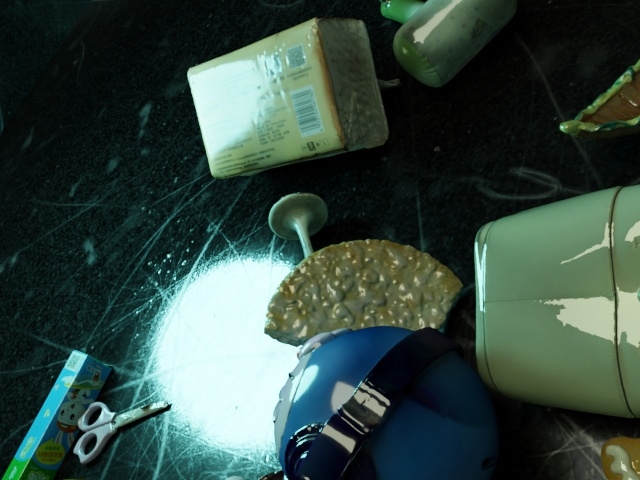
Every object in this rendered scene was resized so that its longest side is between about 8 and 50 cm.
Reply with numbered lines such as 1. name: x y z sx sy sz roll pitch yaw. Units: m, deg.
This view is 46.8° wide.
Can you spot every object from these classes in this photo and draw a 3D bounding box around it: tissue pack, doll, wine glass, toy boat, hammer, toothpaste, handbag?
1. tissue pack: -0.037 -0.242 1.286 0.305 0.238 0.238 -8 54 39
2. doll: 0.048 0.229 0.780 0.240 0.284 0.310 30 100 25
3. wine glass: 0.000 0.000 1.016 0.096 0.264 0.309 -6 43 -11
4. toy boat: 0.415 -0.200 0.907 0.293 0.099 0.108 -41 39 -3
5. hammer: 0.179 -0.393 1.277 0.206 0.119 0.335 -43 33 4
6. toothpaste: -0.465 0.328 1.305 0.050 0.065 0.266 6 63 41
7. handbag: 0.308 0.060 0.738 0.315 0.109 0.241 -9 77 42

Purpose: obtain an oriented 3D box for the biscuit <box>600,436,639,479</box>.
1. biscuit: 0.378 0.188 0.672 0.240 0.035 0.158 -39 42 11

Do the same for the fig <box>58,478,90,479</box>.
1. fig: -0.363 0.430 1.077 0.202 0.148 0.149 36 126 17

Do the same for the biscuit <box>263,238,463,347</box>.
1. biscuit: 0.058 0.090 0.933 0.265 0.040 0.188 -6 73 -11

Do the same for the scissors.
1. scissors: -0.338 0.302 1.243 0.212 0.021 0.110 -26 47 26
